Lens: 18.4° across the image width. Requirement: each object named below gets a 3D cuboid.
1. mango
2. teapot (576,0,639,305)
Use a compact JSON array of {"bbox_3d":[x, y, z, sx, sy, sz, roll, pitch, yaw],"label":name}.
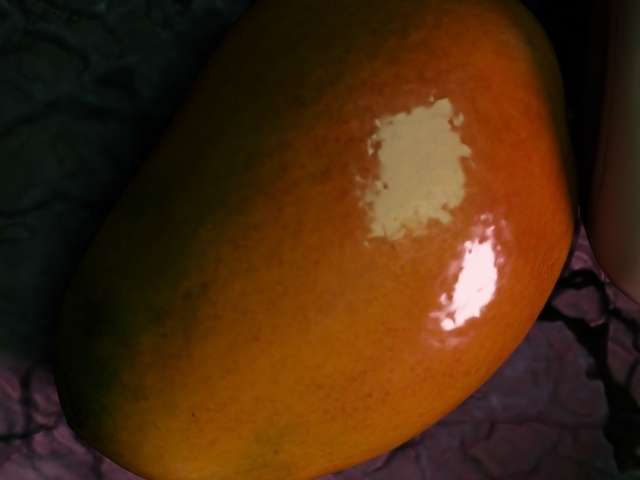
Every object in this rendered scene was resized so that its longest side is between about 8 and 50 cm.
[{"bbox_3d":[0.007,0.001,0.833,0.175,0.139,0.254,33,95,-2],"label":"mango"},{"bbox_3d":[0.193,-0.122,0.843,0.149,0.220,0.318,5,93,1],"label":"teapot"}]
